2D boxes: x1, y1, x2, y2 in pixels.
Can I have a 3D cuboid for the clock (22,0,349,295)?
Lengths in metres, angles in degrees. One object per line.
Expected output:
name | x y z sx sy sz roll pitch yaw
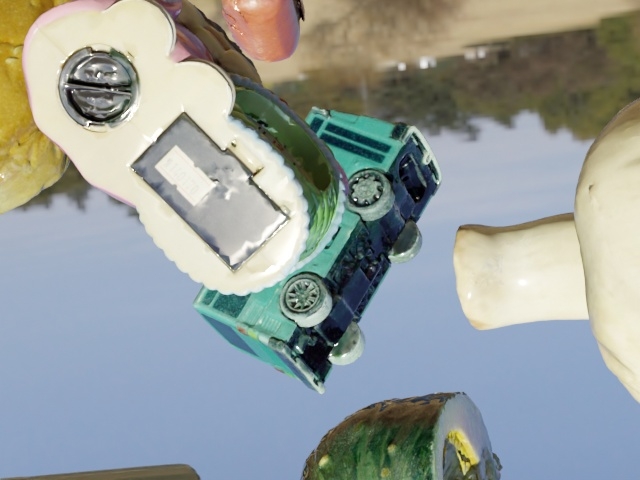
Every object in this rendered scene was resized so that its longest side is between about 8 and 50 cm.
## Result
clock | -0.068 -0.063 0.818 0.100 0.194 0.195 -42 -174 13

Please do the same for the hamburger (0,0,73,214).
hamburger | -0.263 -0.122 1.002 0.211 0.308 0.132 14 160 -8

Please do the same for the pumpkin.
pumpkin | 0.079 0.303 1.479 0.197 0.292 0.263 -8 -163 21

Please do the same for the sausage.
sausage | -0.055 -0.220 1.352 0.076 0.076 0.141 -5 162 6

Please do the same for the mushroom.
mushroom | 0.317 0.008 1.277 0.356 0.315 0.315 10 -174 -10

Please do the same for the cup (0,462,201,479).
cup | -0.261 0.326 1.400 0.311 0.331 0.257 -4 -150 -18

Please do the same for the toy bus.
toy bus | 0.000 0.000 1.390 0.147 0.256 0.128 22 163 28
